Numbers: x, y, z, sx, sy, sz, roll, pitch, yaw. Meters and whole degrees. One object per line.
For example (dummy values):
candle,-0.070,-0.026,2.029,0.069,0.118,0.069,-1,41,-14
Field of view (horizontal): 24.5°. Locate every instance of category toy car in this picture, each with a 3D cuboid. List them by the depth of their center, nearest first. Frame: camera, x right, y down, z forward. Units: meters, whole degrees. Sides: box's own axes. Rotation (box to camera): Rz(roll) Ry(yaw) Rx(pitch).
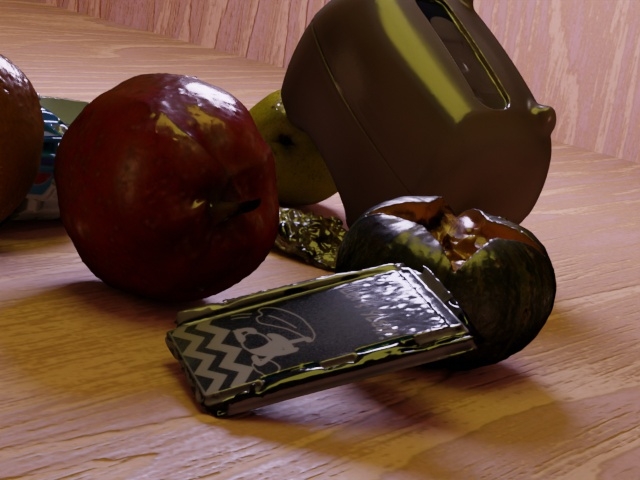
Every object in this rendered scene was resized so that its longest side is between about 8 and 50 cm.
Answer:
toy car,-0.413,-0.116,1.847,0.314,0.166,0.198,19,11,35

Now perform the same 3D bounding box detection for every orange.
orange,-0.436,-0.108,1.603,0.264,0.264,0.264,10,13,-2

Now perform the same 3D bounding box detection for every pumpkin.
pumpkin,0.132,0.049,1.585,0.238,0.159,0.238,6,24,-3

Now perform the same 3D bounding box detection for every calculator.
calculator,0.000,0.086,1.383,0.274,0.028,0.165,-13,30,-15

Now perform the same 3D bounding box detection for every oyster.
oyster,-0.008,-0.002,1.939,0.177,0.056,0.105,23,25,29

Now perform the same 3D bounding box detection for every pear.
pear,-0.036,-0.139,2.227,0.198,0.198,0.198,10,13,-2

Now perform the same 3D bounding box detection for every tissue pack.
tissue pack,0.136,-0.175,2.027,0.267,0.277,0.387,-1,50,-38

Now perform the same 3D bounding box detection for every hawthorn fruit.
hawthorn fruit,-0.140,-0.056,1.575,0.254,0.254,0.300,1,1,-38

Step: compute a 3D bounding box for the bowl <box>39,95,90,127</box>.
bowl,-0.339,-0.127,2.058,0.211,0.112,0.211,10,12,-2
